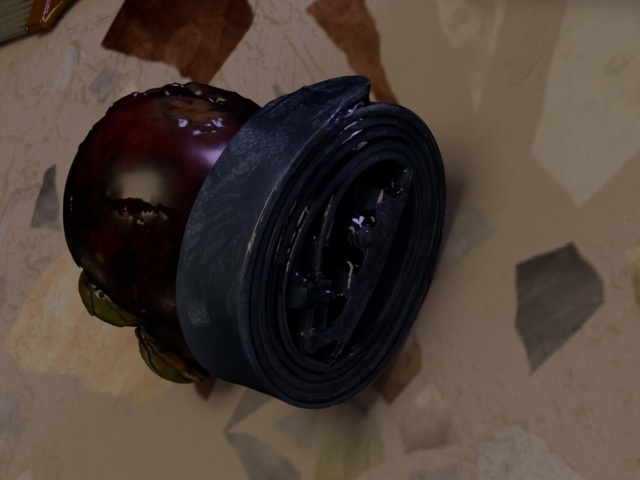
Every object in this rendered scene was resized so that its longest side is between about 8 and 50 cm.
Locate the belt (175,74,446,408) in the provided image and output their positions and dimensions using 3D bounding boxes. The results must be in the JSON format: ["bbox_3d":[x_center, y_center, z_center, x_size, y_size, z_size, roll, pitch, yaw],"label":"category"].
[{"bbox_3d":[0.000,0.000,0.961,0.082,0.141,0.190,14,74,47],"label":"belt"}]

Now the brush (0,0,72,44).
[{"bbox_3d":[-0.171,-0.229,1.370,0.314,0.017,0.090,-11,59,40],"label":"brush"}]

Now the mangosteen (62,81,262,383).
[{"bbox_3d":[-0.091,-0.008,1.056,0.166,0.166,0.180,55,132,47],"label":"mangosteen"}]
